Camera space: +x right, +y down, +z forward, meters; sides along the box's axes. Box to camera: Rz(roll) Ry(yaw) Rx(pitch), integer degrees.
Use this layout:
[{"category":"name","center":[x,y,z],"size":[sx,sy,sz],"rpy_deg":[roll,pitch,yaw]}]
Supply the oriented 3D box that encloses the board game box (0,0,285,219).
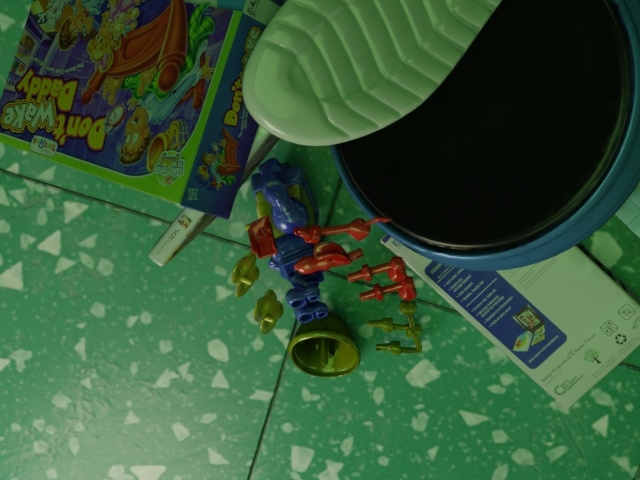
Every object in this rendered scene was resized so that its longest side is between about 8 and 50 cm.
[{"category":"board game box","center":[-0.209,-0.180,1.144],"size":[0.347,0.078,0.233],"rpy_deg":[18,90,38]}]

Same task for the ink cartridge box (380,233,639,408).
[{"category":"ink cartridge box","center":[0.250,0.045,1.295],"size":[0.333,0.065,0.165],"rpy_deg":[42,107,-8]}]

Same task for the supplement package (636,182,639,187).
[{"category":"supplement package","center":[0.379,-0.122,1.206],"size":[0.179,0.105,0.105],"rpy_deg":[35,110,-4]}]

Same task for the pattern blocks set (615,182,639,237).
[{"category":"pattern blocks set","center":[0.294,-0.170,1.140],"size":[0.325,0.026,0.285],"rpy_deg":[37,108,24]}]

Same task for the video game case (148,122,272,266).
[{"category":"video game case","center":[-0.103,-0.079,1.213],"size":[0.026,0.227,0.206],"rpy_deg":[40,107,-3]}]

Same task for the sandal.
[{"category":"sandal","center":[0.094,-0.254,1.066],"size":[0.416,0.102,0.169],"rpy_deg":[-43,104,-1]}]

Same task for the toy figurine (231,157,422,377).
[{"category":"toy figurine","center":[0.000,0.000,1.277],"size":[0.191,0.217,0.362],"rpy_deg":[-18,147,5]}]

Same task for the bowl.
[{"category":"bowl","center":[0.178,-0.162,1.145],"size":[0.391,0.077,0.391],"rpy_deg":[0,90,29]}]
